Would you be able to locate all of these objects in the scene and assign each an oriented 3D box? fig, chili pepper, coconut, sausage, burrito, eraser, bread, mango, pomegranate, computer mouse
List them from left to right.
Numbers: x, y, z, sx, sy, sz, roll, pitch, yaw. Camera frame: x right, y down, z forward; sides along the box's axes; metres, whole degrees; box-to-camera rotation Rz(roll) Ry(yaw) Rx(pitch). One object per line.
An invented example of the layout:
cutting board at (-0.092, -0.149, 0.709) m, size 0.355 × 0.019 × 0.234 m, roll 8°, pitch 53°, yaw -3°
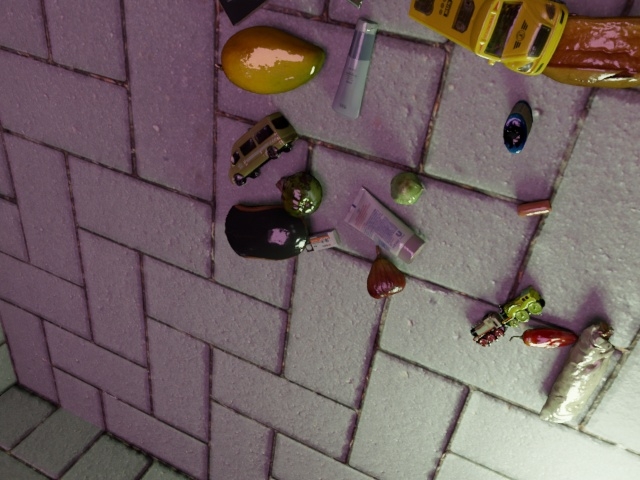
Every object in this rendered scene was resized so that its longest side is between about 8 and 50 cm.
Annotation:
computer mouse at (-0.187, -0.027, 1.680) m, size 0.322 × 0.116 × 0.183 m, roll 1°, pitch 104°, yaw 31°
mango at (-0.140, -0.486, 1.415) m, size 0.316 × 0.119 × 0.177 m, roll 7°, pitch 117°, yaw 14°
pomegranate at (-0.076, -0.140, 1.565) m, size 0.163 × 0.126 × 0.138 m, roll 15°, pitch 130°, yaw 20°
eraser at (0.000, 0.000, 1.666) m, size 0.122 × 0.029 × 0.052 m, roll -12°, pitch 111°, yaw 33°
fig at (0.198, 0.103, 1.575) m, size 0.118 × 0.119 × 0.153 m, roll 7°, pitch 109°, yaw 24°
coconut at (0.237, -0.141, 1.432) m, size 0.096 × 0.088 × 0.088 m, roll -2°, pitch 116°, yaw 34°
sausage at (0.546, -0.081, 1.337) m, size 0.083 × 0.034 × 0.034 m, roll -11°, pitch 112°, yaw 32°
chili pepper at (0.635, 0.274, 1.484) m, size 0.191 × 0.050 × 0.059 m, roll -1°, pitch 114°, yaw 14°
burrito at (0.733, 0.384, 1.481) m, size 0.117 × 0.076 × 0.393 m, roll 4°, pitch 123°, yaw -7°
bread at (0.570, -0.382, 1.056) m, size 0.269 × 0.195 × 0.143 m, roll 9°, pitch 113°, yaw 23°

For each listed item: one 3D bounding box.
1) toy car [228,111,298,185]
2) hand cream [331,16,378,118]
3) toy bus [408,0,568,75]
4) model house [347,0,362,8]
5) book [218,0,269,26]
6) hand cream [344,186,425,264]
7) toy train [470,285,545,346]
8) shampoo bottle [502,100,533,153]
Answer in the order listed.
toy car at (-0.191, -0.271, 1.566) m, size 0.256 × 0.101 × 0.125 m, roll -30°, pitch 96°, yaw 35°
hand cream at (0.090, -0.441, 1.360) m, size 0.079 × 0.048 × 0.255 m, roll 28°, pitch 129°, yaw 17°
toy bus at (0.333, -0.463, 1.078) m, size 0.330 × 0.151 × 0.144 m, roll 52°, pitch 138°, yaw 42°
model house at (0.074, -0.660, 1.139) m, size 0.215 × 0.224 × 0.198 m, roll 39°, pitch 130°, yaw -3°
book at (-0.229, -0.788, 1.339) m, size 0.262 × 0.028 × 0.374 m, roll -21°, pitch 107°, yaw 36°
hand cream at (0.185, -0.034, 1.533) m, size 0.247 × 0.083 × 0.133 m, roll 41°, pitch 127°, yaw 15°
toy train at (0.533, 0.226, 1.509) m, size 0.085 × 0.053 × 0.250 m, roll 47°, pitch 128°, yaw 6°
shampoo bottle at (0.449, -0.257, 1.192) m, size 0.050 × 0.183 × 0.087 m, roll 3°, pitch 118°, yaw 27°
